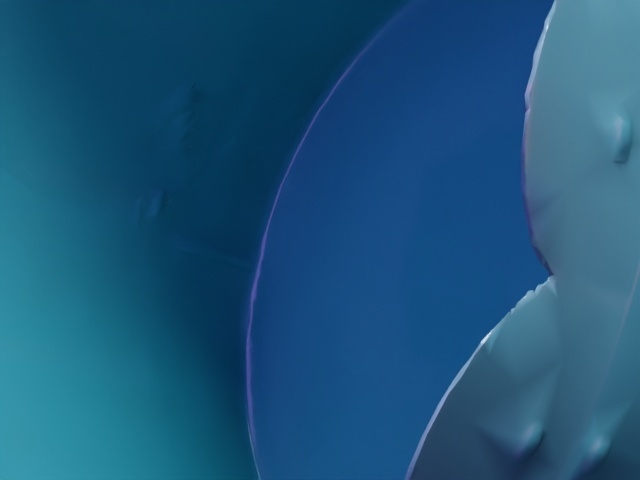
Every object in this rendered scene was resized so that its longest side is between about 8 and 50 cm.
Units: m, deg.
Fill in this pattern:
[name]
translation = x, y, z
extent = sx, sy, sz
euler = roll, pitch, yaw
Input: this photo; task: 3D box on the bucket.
[bucket]
translation = 0.000, 0.000, 0.453
extent = 0.281, 0.183, 0.281
euler = -15, 67, 40
